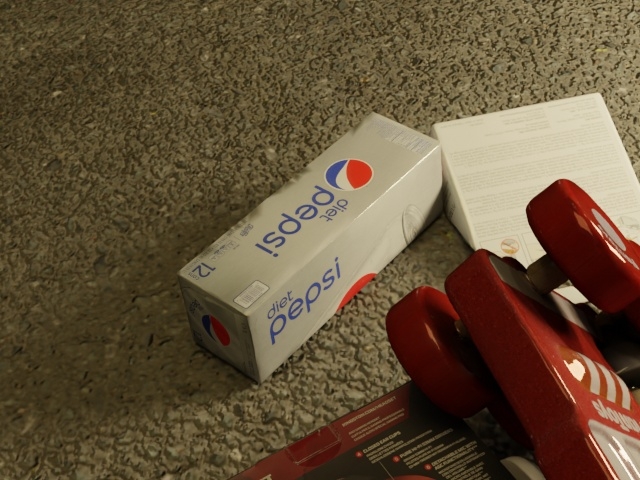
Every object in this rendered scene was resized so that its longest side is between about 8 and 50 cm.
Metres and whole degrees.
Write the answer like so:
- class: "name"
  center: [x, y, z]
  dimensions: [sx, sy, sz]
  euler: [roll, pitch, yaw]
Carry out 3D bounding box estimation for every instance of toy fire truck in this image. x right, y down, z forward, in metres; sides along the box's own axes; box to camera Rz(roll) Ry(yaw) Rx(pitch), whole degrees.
- class: "toy fire truck"
  center: [0.203, 0.121, 0.756]
  dimensions: [0.169, 0.302, 0.254]
  euler: [-39, 51, 19]

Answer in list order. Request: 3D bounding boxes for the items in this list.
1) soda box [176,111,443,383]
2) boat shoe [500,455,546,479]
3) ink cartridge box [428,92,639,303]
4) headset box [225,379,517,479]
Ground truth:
- class: "soda box"
  center: [0.000, 0.000, 1.008]
  dimensions: [0.091, 0.098, 0.286]
  euler: [27, 53, 31]
- class: "boat shoe"
  center: [0.204, 0.227, 0.783]
  dimensions: [0.063, 0.066, 0.184]
  euler: [-11, 36, -33]
- class: "ink cartridge box"
  center: [0.227, -0.032, 1.066]
  dimensions: [0.189, 0.066, 0.232]
  euler: [-11, 65, -6]
- class: "headset box"
  center: [0.051, 0.245, 0.742]
  dimensions: [0.218, 0.110, 0.293]
  euler: [-26, 48, -20]
